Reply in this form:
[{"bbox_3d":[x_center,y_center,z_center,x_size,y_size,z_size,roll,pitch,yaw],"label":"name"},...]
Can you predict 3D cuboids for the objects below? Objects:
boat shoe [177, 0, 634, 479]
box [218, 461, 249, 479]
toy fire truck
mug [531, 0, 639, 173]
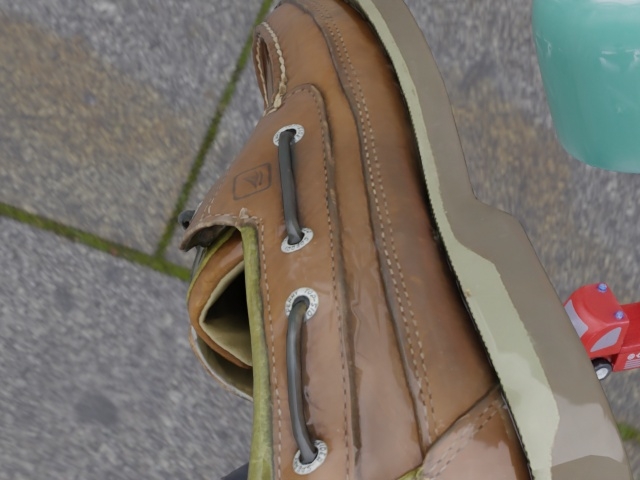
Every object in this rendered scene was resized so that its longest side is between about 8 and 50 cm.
[{"bbox_3d":[0.000,0.000,0.471,0.104,0.110,0.307,-16,33,-3],"label":"boat shoe"},{"bbox_3d":[0.016,0.289,0.892,0.312,0.343,0.179,7,104,28],"label":"box"},{"bbox_3d":[0.272,0.033,1.037,0.192,0.135,0.047,-7,44,-18],"label":"toy fire truck"},{"bbox_3d":[0.180,-0.109,0.674,0.158,0.097,0.129,-15,28,8],"label":"mug"}]
